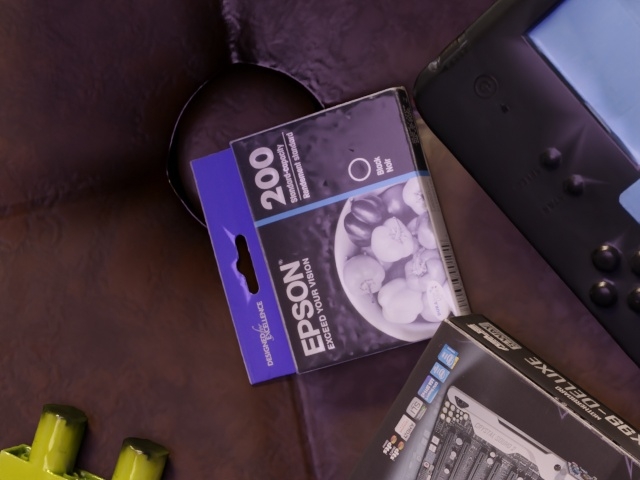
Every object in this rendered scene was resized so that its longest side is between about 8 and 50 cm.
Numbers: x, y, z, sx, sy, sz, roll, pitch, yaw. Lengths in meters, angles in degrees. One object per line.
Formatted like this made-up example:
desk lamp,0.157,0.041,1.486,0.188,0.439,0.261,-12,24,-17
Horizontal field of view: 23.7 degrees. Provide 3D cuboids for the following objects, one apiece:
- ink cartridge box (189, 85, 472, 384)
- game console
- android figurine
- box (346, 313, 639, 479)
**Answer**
ink cartridge box,0.000,0.000,1.265,0.208,0.045,0.206,-18,86,19
game console,0.299,-0.100,1.078,0.342,0.060,0.386,47,119,-3
android figurine,-0.229,0.291,1.343,0.248,0.056,0.273,22,96,17
box,0.126,0.250,1.178,0.242,0.076,0.307,38,108,23
